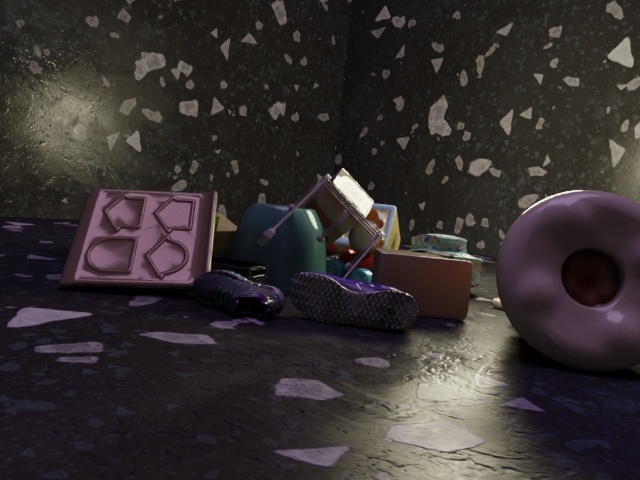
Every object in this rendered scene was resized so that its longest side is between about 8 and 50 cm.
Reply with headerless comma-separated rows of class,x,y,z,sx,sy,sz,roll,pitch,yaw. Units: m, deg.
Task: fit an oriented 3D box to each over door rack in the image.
over door rack,0.000,0.000,1.418,0.108,0.239,0.324,-40,6,48

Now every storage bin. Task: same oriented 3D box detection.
storage bin,-0.234,0.093,1.413,0.180,0.084,0.122,9,6,28

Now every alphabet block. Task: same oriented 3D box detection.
alphabet block,0.169,-0.001,1.950,0.192,0.193,0.197,9,-33,18

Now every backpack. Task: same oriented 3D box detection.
backpack,0.404,0.077,1.833,0.254,0.191,0.225,13,-4,-3

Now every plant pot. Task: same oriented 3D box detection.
plant pot,-0.118,0.015,1.585,0.293,0.235,0.293,5,5,0

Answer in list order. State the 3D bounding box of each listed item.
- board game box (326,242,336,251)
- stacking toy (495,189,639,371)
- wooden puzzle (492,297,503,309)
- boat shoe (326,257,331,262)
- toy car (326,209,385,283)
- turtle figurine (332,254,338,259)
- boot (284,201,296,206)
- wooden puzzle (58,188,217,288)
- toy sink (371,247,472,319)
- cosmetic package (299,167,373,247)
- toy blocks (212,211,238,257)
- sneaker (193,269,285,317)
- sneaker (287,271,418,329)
board game box,-0.089,0.028,2.074,0.317,0.064,0.242,2,-12,-42
stacking toy,0.540,0.110,1.246,0.351,0.350,0.480,7,-10,8
wooden puzzle,0.656,0.190,1.605,0.239,0.044,0.221,2,7,-41
boat shoe,-0.029,0.078,1.862,0.069,0.081,0.228,7,5,-38
toy car,0.155,0.026,1.706,0.210,0.237,0.219,18,12,40
turtle figurine,0.108,0.052,2.203,0.234,0.118,0.175,14,8,23
boot,-0.117,-0.100,1.890,0.220,0.109,0.283,5,-20,-23
wooden puzzle,-0.440,0.002,1.388,0.348,0.080,0.322,-1,47,-4
toy sink,0.254,0.109,1.426,0.234,0.152,0.131,5,4,-2
cosmetic package,0.003,-0.068,1.732,0.153,0.296,0.129,45,32,-8
toy blocks,-0.436,-0.042,1.690,0.381,0.190,0.261,0,26,-45
sneaker,-0.193,0.118,1.203,0.224,0.083,0.098,8,10,18
sneaker,0.074,0.137,1.252,0.293,0.102,0.146,12,2,11
